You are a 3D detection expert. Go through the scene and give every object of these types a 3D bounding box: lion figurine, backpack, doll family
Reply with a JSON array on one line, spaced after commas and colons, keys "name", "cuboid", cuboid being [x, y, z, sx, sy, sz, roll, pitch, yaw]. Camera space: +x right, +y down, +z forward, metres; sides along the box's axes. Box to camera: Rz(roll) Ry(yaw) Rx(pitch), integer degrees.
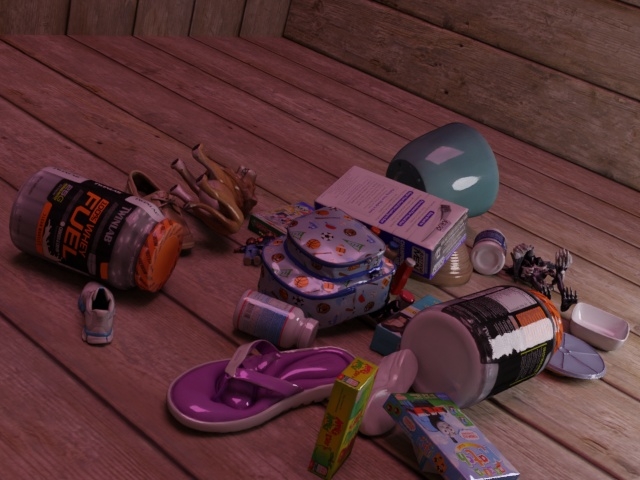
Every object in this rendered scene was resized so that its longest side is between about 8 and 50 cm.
[{"name": "lion figurine", "cuboid": [-0.248, -0.096, 2.128, 0.240, 0.142, 0.392, 48, 18, -25]}, {"name": "backpack", "cuboid": [0.003, 0.068, 1.869, 0.263, 0.213, 0.276, -27, 44, -32]}, {"name": "doll family", "cuboid": [-0.108, 0.016, 2.083, 0.192, 0.076, 0.111, 7, 29, -11]}]

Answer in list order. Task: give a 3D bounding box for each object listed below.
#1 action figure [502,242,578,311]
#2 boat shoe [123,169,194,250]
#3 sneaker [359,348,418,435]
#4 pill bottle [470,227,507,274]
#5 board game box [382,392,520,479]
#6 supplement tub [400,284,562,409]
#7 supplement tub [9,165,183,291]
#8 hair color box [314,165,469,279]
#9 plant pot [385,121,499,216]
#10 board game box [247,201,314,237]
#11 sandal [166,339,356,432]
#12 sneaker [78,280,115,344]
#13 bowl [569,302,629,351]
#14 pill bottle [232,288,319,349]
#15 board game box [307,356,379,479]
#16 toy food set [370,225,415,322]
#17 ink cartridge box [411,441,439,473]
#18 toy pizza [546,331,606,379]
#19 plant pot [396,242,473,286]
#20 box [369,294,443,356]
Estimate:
[{"name": "action figure", "cuboid": [0.583, 0.077, 2.292, 0.164, 0.141, 0.276, -1, 27, -8]}, {"name": "boat shoe", "cuboid": [-0.390, -0.073, 2.072, 0.109, 0.098, 0.302, -3, 30, -36]}, {"name": "sneaker", "cuboid": [0.105, 0.288, 1.624, 0.094, 0.080, 0.212, -12, 23, 37]}, {"name": "pill bottle", "cuboid": [0.465, 0.023, 2.388, 0.094, 0.094, 0.169, 19, 23, 8]}, {"name": "board game box", "cuboid": [0.227, 0.349, 1.516, 0.160, 0.039, 0.211, 10, 29, -46]}, {"name": "supplement tub", "cuboid": [0.337, 0.206, 1.763, 0.338, 0.207, 0.207, -10, 34, -45]}, {"name": "supplement tub", "cuboid": [-0.456, -0.018, 1.791, 0.315, 0.194, 0.193, 19, 24, 10]}, {"name": "hair color box", "cuboid": [0.174, -0.050, 2.156, 0.338, 0.110, 0.185, 23, 47, 28]}, {"name": "plant pot", "cuboid": [0.335, -0.179, 2.545, 0.235, 0.293, 0.293, -19, 39, -32]}, {"name": "board game box", "cuboid": [0.000, 0.000, 2.218, 0.317, 0.046, 0.213, 30, 28, 30]}, {"name": "sandal", "cuboid": [-0.094, 0.233, 1.568, 0.416, 0.102, 0.169, -8, 32, -42]}, {"name": "sneaker", "cuboid": [-0.419, 0.116, 1.656, 0.071, 0.083, 0.191, 4, 25, -21]}, {"name": "bowl", "cuboid": [0.681, 0.219, 2.139, 0.142, 0.053, 0.142, 23, 24, 17]}, {"name": "pill bottle", "cuboid": [-0.089, 0.164, 1.745, 0.160, 0.087, 0.087, 21, 24, 11]}, {"name": "board game box", "cuboid": [0.037, 0.291, 1.420, 0.043, 0.181, 0.092, 23, 25, 17]}, {"name": "toy food set", "cuboid": [0.158, 0.080, 2.009, 0.111, 0.105, 0.232, 13, 34, -28]}, {"name": "ink cartridge box", "cuboid": [0.193, 0.371, 1.529, 0.048, 0.028, 0.083, 12, 23, -14]}, {"name": "toy pizza", "cuboid": [0.552, 0.264, 1.986, 0.201, 0.032, 0.201, 14, 23, -6]}, {"name": "plant pot", "cuboid": [0.295, 0.017, 2.283, 0.237, 0.110, 0.237, 12, 23, -5]}, {"name": "box", "cuboid": [0.214, 0.195, 1.896, 0.100, 0.060, 0.244, 27, 26, 25]}]
